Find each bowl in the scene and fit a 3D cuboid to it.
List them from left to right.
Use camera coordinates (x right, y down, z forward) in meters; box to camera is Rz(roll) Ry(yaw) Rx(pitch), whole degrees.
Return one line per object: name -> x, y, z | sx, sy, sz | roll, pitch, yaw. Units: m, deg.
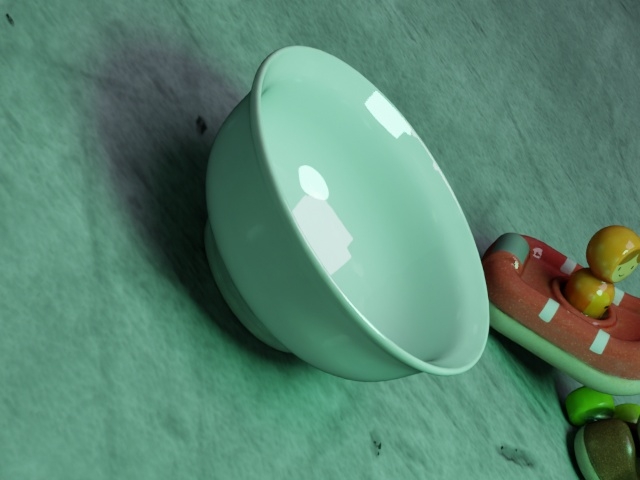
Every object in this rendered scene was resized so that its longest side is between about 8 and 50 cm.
bowl -> 0.000, 0.000, 1.290 | 0.298, 0.134, 0.298 | 40, 34, -33

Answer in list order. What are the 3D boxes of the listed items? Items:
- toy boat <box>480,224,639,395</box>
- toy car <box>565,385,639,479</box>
toy boat -> 0.284, 0.051, 1.637 | 0.231, 0.151, 0.151 | 31, 28, 3
toy car -> 0.375, 0.211, 1.657 | 0.149, 0.188, 0.155 | 29, 40, -45
